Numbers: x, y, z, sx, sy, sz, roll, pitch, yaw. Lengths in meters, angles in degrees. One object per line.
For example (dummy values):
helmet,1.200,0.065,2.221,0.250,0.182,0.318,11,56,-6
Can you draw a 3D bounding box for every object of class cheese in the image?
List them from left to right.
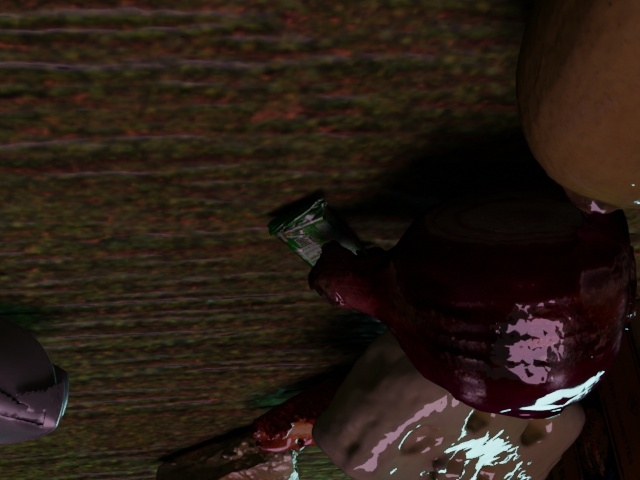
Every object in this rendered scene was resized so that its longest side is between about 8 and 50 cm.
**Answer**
cheese,0.109,0.147,0.922,0.159,0.093,0.263,-46,142,9

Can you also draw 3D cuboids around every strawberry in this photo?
strawberry,0.014,0.146,0.992,0.152,0.048,0.104,-7,156,5

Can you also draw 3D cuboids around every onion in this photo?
onion,0.094,0.042,0.713,0.198,0.135,0.173,-7,-170,20

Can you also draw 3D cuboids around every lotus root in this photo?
lotus root,0.169,-0.099,0.511,0.146,0.131,0.303,-3,150,-9

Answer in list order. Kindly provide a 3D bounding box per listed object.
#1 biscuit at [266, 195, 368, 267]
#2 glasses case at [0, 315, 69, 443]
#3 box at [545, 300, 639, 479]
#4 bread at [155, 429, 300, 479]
biscuit,0.000,0.000,0.757,0.046,0.016,0.089,-20,149,16
glasses case,-0.326,0.082,0.747,0.308,0.083,0.128,13,150,-35
box,0.257,0.171,0.994,0.070,0.152,0.237,2,149,-16
bread,-0.087,0.220,1.090,0.136,0.054,0.154,-4,148,-2
